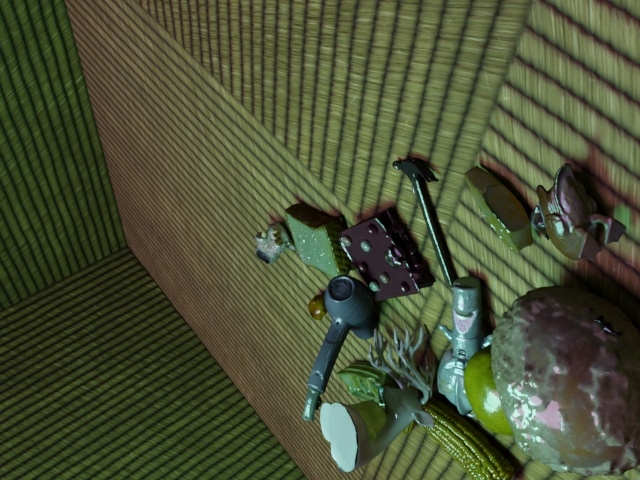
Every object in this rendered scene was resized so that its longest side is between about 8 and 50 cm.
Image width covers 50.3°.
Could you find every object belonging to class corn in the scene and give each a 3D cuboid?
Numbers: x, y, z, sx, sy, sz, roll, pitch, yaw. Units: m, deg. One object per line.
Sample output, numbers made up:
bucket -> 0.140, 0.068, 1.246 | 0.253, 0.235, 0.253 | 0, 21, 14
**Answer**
corn -> 0.242, 0.475, 1.894 | 0.068, 0.068, 0.207 | 43, 149, 31
corn -> 0.348, 0.496, 1.690 | 0.313, 0.102, 0.102 | 42, 150, 36

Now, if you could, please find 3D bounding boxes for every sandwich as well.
sandwich -> 0.000, 0.000, 1.823 | 0.215, 0.065, 0.186 | 26, 139, 51

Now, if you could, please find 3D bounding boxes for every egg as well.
egg -> 0.410, 0.224, 1.099 | 0.279, 0.279, 0.310 | 108, 152, -58

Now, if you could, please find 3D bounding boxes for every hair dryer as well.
hair dryer -> 0.035, 0.282, 1.706 | 0.121, 0.361, 0.301 | 18, 159, 23

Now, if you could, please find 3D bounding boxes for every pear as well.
pear -> 0.374, 0.284, 1.317 | 0.198, 0.198, 0.198 | 42, 150, 32

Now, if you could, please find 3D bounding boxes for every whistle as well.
whistle -> 0.318, 0.239, 1.454 | 0.142, 0.134, 0.346 | 28, 132, 53

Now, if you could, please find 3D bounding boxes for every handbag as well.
handbag -> 0.148, 0.041, 1.587 | 0.203, 0.074, 0.216 | 59, 156, -4

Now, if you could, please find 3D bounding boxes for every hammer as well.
hammer -> 0.230, -0.032, 1.413 | 0.125, 0.027, 0.297 | 18, 133, 61

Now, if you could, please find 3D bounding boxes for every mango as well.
mango -> -0.006, 0.199, 2.039 | 0.063, 0.077, 0.127 | 34, 168, -2

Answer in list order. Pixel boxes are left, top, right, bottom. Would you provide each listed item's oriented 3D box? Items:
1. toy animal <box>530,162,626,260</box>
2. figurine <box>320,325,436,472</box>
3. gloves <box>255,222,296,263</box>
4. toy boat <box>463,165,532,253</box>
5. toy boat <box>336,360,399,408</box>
toy animal -> 0.378, -0.050, 1.067 | 0.188, 0.089, 0.179 | 66, 170, -27
figurine -> 0.156, 0.372, 1.667 | 0.206, 0.316, 0.284 | -23, 86, 54
gloves -> -0.141, 0.008, 2.057 | 0.144, 0.094, 0.110 | -27, 103, 45
toy boat -> 0.313, -0.057, 1.196 | 0.172, 0.065, 0.066 | 58, 174, 8
toy boat -> 0.151, 0.420, 1.994 | 0.111, 0.084, 0.276 | 61, 158, -11
